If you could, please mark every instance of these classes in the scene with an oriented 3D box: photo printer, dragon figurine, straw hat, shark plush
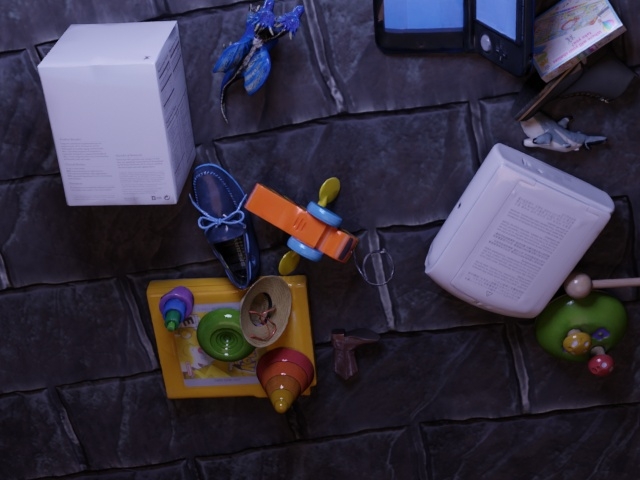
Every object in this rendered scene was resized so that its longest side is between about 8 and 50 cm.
[{"bbox_3d":[0.356,-0.001,1.969,0.256,0.107,0.308,23,121,-10],"label":"photo printer"},{"bbox_3d":[-0.126,-0.307,1.801,0.085,0.144,0.289,32,119,-13],"label":"dragon figurine"},{"bbox_3d":[-0.125,0.131,2.063,0.061,0.144,0.144,17,133,43],"label":"straw hat"},{"bbox_3d":[0.432,-0.193,1.880,0.161,0.073,0.067,11,90,5],"label":"shark plush"}]

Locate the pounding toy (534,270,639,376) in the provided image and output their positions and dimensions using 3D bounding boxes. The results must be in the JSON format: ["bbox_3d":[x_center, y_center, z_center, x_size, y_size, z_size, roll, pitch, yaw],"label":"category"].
[{"bbox_3d":[0.521,0.177,2.038,0.182,0.110,0.237,7,131,-9],"label":"pounding toy"}]

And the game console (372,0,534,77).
[{"bbox_3d":[0.209,-0.416,1.699,0.173,0.250,0.293,-16,123,-16],"label":"game console"}]

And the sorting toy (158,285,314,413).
[{"bbox_3d":[-0.169,0.232,2.092,0.365,0.126,0.127,36,116,-19],"label":"sorting toy"}]

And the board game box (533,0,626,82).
[{"bbox_3d":[0.415,-0.348,1.759,0.154,0.103,0.026,-32,152,22],"label":"board game box"}]

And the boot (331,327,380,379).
[{"bbox_3d":[0.074,0.236,2.179,0.106,0.037,0.114,5,119,17],"label":"boot"}]

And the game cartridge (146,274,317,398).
[{"bbox_3d":[-0.175,0.203,2.172,0.323,0.053,0.285,-2,121,7],"label":"game cartridge"}]

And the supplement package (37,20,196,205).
[{"bbox_3d":[-0.343,-0.221,1.841,0.199,0.198,0.263,-1,122,6],"label":"supplement package"}]

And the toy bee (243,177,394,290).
[{"bbox_3d":[0.000,0.000,1.987,0.195,0.162,0.298,-39,80,8],"label":"toy bee"}]

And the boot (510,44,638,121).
[{"bbox_3d":[0.439,-0.254,1.828,0.137,0.077,0.198,33,117,-21],"label":"boot"}]

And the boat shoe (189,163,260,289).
[{"bbox_3d":[-0.169,-0.024,2.010,0.109,0.089,0.258,-19,118,16],"label":"boat shoe"}]
